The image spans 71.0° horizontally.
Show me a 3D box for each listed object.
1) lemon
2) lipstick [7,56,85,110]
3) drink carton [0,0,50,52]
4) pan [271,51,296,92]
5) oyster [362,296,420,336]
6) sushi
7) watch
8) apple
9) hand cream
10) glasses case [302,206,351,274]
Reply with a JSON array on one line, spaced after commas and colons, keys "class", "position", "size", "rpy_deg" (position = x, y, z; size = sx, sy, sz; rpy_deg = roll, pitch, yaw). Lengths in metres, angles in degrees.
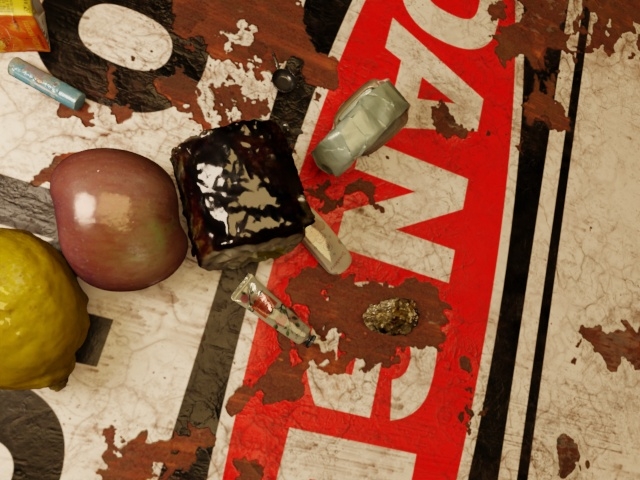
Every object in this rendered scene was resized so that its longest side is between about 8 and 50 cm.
[{"class": "lemon", "position": [-0.596, 0.129, 0.856], "size": [0.316, 0.285, 0.285], "rpy_deg": [40, 71, 17]}, {"class": "lipstick", "position": [-0.631, -0.361, 1.036], "size": [0.157, 0.048, 0.048], "rpy_deg": [29, 74, -11]}, {"class": "drink carton", "position": [-0.791, -0.482, 0.947], "size": [0.350, 0.154, 0.112], "rpy_deg": [-9, 84, -19]}, {"class": "pan", "position": [-0.111, -0.457, 1.228], "size": [0.068, 0.023, 0.115], "rpy_deg": [-22, 92, -19]}, {"class": "oyster", "position": [0.192, 0.205, 1.212], "size": [0.177, 0.056, 0.106], "rpy_deg": [11, 86, -20]}, {"class": "sushi", "position": [-0.174, -0.098, 1.012], "size": [0.281, 0.299, 0.295], "rpy_deg": [-11, 83, -35]}, {"class": "watch", "position": [0.091, -0.282, 1.146], "size": [0.162, 0.253, 0.241], "rpy_deg": [46, 34, -5]}, {"class": "apple", "position": [-0.409, -0.047, 0.934], "size": [0.234, 0.305, 0.306], "rpy_deg": [-11, 85, -18]}, {"class": "hand cream", "position": [-0.111, 0.183, 1.124], "size": [0.234, 0.050, 0.080], "rpy_deg": [38, 76, -2]}, {"class": "glasses case", "position": [0.000, 0.000, 1.179], "size": [0.081, 0.051, 0.204], "rpy_deg": [-43, 96, -20]}]
